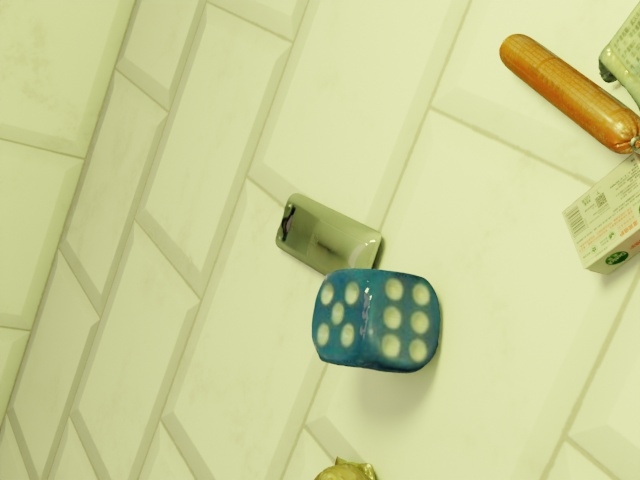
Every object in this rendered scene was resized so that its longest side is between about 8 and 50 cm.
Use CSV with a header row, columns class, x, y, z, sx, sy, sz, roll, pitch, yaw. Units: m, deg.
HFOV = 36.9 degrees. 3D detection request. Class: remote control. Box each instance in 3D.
class,x,y,z,sx,sy,sz,roll,pitch,yaw
remote control,0.000,0.000,1.636,0.313,0.055,0.109,29,103,57

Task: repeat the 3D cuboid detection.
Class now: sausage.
class,x,y,z,sx,sy,sz,roll,pitch,yaw
sausage,0.308,-0.190,1.201,0.053,0.053,0.348,-63,28,21

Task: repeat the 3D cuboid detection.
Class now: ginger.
class,x,y,z,sx,sy,sz,roll,pitch,yaw
ginger,0.025,0.421,1.404,0.115,0.122,0.193,-4,81,36

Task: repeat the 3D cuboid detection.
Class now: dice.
class,x,y,z,sx,sy,sz,roll,pitch,yaw
dice,0.081,0.118,1.386,0.146,0.146,0.143,-8,74,56

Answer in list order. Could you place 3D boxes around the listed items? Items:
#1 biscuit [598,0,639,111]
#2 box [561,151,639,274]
class,x,y,z,sx,sy,sz,roll,pitch,yaw
biscuit,0.422,-0.249,1.031,0.309,0.079,0.186,-61,39,35
box,0.350,-0.030,1.116,0.125,0.043,0.089,-45,44,40
